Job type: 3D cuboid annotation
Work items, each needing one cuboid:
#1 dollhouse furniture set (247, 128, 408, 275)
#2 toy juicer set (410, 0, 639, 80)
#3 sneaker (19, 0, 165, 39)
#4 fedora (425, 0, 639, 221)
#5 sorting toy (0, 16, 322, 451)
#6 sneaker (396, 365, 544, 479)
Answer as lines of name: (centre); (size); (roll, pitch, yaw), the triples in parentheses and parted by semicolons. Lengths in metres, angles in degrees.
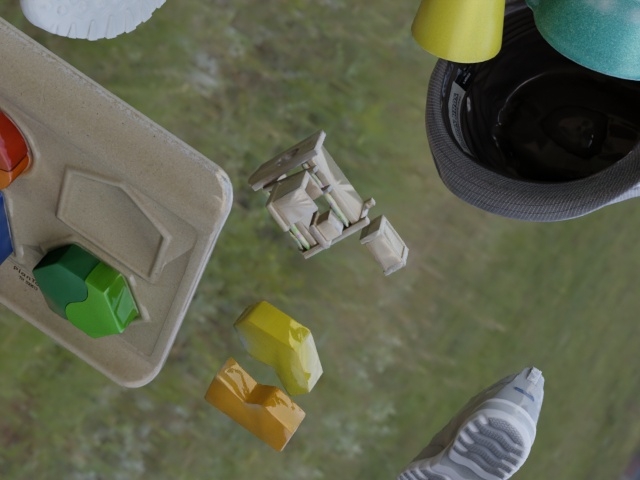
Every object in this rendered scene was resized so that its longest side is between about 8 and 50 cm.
dollhouse furniture set: (0.000, 0.000, 1.694); (0.101, 0.182, 0.161); (-29, -161, 23)
toy juicer set: (0.234, -0.192, 1.179); (0.209, 0.328, 0.089); (-87, -174, -50)
sneaker: (-0.170, -0.238, 1.236); (0.235, 0.094, 0.090); (-40, 140, -40)
fedora: (0.227, -0.107, 1.314); (0.124, 0.275, 0.244); (39, 69, -48)
sorting toy: (-0.130, 0.010, 0.907); (0.041, 0.307, 0.229); (-53, 175, -38)
sneaker: (0.183, 0.240, 1.712); (0.115, 0.105, 0.281); (-50, 180, -37)
